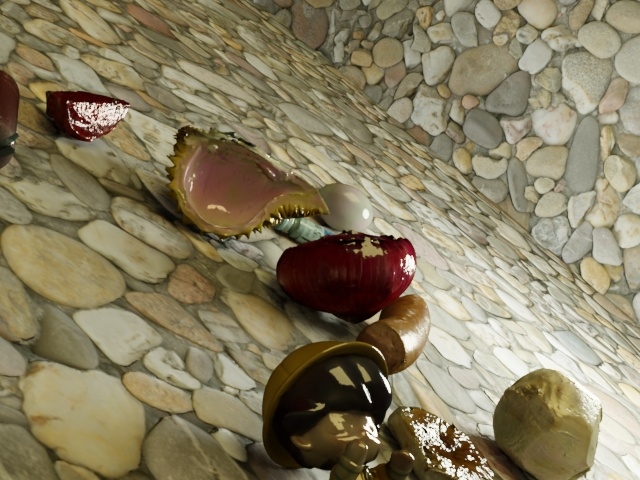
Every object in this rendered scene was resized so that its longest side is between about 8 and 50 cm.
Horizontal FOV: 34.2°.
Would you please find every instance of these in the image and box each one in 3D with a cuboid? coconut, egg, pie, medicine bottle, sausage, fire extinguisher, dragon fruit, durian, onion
[{"bbox_3d":[0.385,0.309,1.777,0.194,0.194,0.194,32,18,-11],"label":"coconut"},{"bbox_3d":[0.052,-0.071,2.277,0.135,0.103,0.103,30,18,-6],"label":"egg"},{"bbox_3d":[0.186,0.325,1.579,0.195,0.046,0.195,33,17,-11],"label":"pie"},{"bbox_3d":[0.000,0.000,2.082,0.191,0.051,0.051,30,18,-19],"label":"medicine bottle"},{"bbox_3d":[0.136,0.162,1.817,0.109,0.109,0.270,37,18,5],"label":"sausage"},{"bbox_3d":[-0.490,-0.172,1.532,0.105,0.105,0.269,27,18,-25],"label":"fire extinguisher"},{"bbox_3d":[-0.430,-0.224,1.844,0.106,0.083,0.162,20,20,29],"label":"dragon fruit"},{"bbox_3d":[-0.159,-0.086,1.869,0.305,0.185,0.195,19,-3,-27],"label":"durian"},{"bbox_3d":[0.047,0.054,1.793,0.248,0.248,0.161,10,60,-54],"label":"onion"}]

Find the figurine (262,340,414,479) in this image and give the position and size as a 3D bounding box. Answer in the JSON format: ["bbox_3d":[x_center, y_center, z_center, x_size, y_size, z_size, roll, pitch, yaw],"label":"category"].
[{"bbox_3d":[0.021,0.249,1.287,0.192,0.167,0.257,33,34,-54],"label":"figurine"}]
